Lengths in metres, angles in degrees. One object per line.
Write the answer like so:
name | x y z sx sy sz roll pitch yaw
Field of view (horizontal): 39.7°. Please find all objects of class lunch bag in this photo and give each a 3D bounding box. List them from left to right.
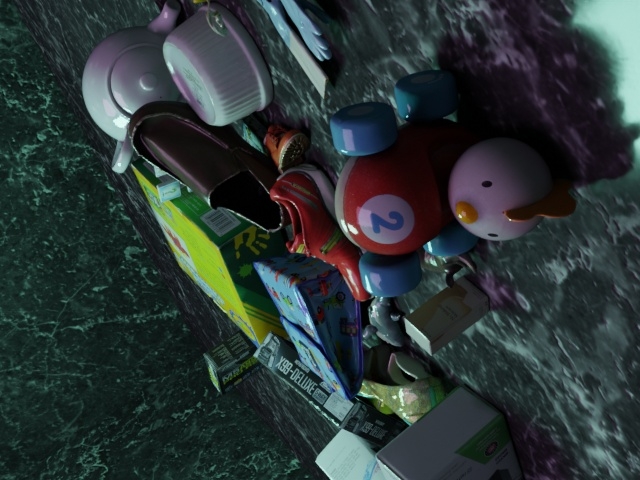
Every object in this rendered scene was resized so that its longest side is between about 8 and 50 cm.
lunch bag | 0.001 0.172 1.790 0.221 0.138 0.293 22 131 61

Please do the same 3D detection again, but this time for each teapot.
teapot | -0.346 -0.298 1.734 0.256 0.252 0.187 65 168 -14

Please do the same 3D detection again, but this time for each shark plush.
shark plush | 0.130 0.129 1.651 0.067 0.073 0.161 24 128 25

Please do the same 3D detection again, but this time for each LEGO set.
LEGO set | -0.262 -0.154 1.899 0.244 0.182 0.060 102 144 -66

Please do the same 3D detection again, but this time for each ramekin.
ramekin | -0.185 -0.299 1.553 0.207 0.109 0.207 48 161 22

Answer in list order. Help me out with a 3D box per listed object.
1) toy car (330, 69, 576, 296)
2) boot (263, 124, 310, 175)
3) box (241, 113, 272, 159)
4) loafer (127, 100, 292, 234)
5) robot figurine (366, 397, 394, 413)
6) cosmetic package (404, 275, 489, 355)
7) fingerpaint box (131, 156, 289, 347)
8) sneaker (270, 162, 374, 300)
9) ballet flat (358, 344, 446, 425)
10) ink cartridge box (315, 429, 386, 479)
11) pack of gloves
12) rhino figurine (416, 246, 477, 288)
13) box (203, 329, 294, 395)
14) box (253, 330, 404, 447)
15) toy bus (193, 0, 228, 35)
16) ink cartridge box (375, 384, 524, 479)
toy car | 0.159 -0.052 0.974 0.238 0.210 0.219 16 127 46
boot | -0.067 -0.173 1.562 0.084 0.059 0.158 59 164 6
box | -0.111 -0.171 1.727 0.094 0.027 0.137 46 161 24
loafer | -0.188 -0.134 1.620 0.366 0.134 0.130 27 -153 -5
robot figurine | 0.134 0.331 1.933 0.115 0.067 0.101 43 154 34
cosmetic package | 0.186 0.110 1.302 0.060 0.115 0.041 42 158 37
fingerpaint box | -0.238 0.001 2.160 0.445 0.163 0.371 39 156 43
sneaker | 0.000 0.000 1.592 0.279 0.118 0.107 58 163 -10
ballet flat | 0.139 0.268 1.762 0.123 0.123 0.348 62 163 -20
ink cartridge box | 0.166 0.587 2.087 0.306 0.131 0.226 44 -171 34
pack of gloves | -0.040 -0.333 1.248 0.232 0.046 0.195 56 175 8
rhino figurine | 0.144 -0.005 1.277 0.243 0.073 0.106 33 148 48
box | -0.169 0.276 2.301 0.060 0.270 0.216 50 162 19
box | 0.021 0.348 2.057 0.307 0.076 0.242 33 177 39
toy bus | -0.176 -0.434 1.287 0.202 0.104 0.191 29 -140 -47
ink cartridge box | 0.248 0.439 1.589 0.121 0.211 0.289 31 152 50
